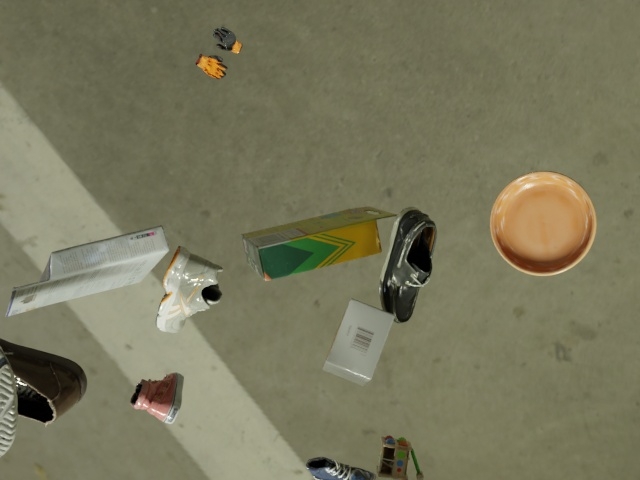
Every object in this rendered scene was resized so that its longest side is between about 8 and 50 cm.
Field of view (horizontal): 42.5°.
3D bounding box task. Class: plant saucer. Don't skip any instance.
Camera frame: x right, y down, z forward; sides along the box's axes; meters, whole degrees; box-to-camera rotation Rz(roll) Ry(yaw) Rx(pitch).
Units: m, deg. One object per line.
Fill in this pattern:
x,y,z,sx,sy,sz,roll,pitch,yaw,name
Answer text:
0.427,-0.033,1.579,0.200,0.037,0.200,0,91,25,plant saucer

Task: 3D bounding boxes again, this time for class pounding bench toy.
0.144,0.378,1.431,0.083,0.052,0.065,9,90,0,pounding bench toy

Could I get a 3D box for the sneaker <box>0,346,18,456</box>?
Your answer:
-0.425,0.160,1.005,0.235,0.094,0.153,56,163,11,sneaker

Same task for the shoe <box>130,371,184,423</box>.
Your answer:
-0.304,0.279,1.533,0.081,0.178,0.063,27,96,-14,shoe

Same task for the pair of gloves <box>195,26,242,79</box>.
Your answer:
-0.170,-0.316,1.393,0.010,0.074,0.083,31,93,34,pair of gloves

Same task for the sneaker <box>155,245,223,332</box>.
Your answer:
-0.275,0.128,1.755,0.121,0.099,0.262,20,140,-1,sneaker

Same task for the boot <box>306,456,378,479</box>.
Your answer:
0.052,0.604,2.124,0.190,0.069,0.086,-11,127,34,boot

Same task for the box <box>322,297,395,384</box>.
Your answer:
0.070,0.197,1.572,0.091,0.130,0.170,21,166,3,box

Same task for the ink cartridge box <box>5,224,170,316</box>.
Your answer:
-0.529,0.070,1.821,0.324,0.330,0.071,-32,73,62,ink cartridge box

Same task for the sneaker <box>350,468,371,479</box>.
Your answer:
0.079,0.417,1.170,0.082,0.209,0.069,-42,130,4,sneaker

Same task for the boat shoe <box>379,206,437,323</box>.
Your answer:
0.167,0.058,1.545,0.079,0.084,0.233,34,124,47,boat shoe

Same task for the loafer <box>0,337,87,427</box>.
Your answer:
-0.627,0.251,1.527,0.365,0.130,0.134,11,114,-3,loafer

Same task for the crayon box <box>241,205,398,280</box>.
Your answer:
0.000,0.000,1.832,0.318,0.202,0.081,-14,102,-12,crayon box
